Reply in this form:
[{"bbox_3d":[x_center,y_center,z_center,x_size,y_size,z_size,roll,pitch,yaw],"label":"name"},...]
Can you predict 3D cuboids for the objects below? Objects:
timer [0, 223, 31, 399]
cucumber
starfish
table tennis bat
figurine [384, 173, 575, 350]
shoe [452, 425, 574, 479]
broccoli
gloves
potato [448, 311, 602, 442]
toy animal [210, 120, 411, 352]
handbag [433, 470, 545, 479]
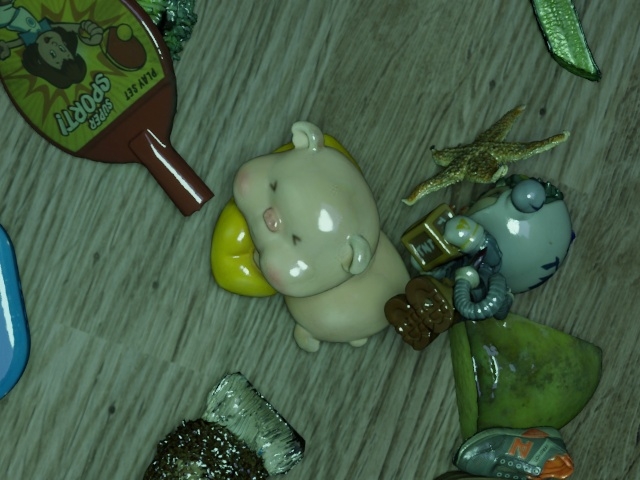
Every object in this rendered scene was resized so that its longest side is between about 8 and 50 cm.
[{"bbox_3d":[-0.592,0.105,1.275,0.340,0.115,0.309,-11,90,-11],"label":"timer"},{"bbox_3d":[0.400,-0.357,1.522,0.070,0.046,0.220,-21,89,-9],"label":"cucumber"},{"bbox_3d":[0.270,-0.136,1.412,0.295,0.231,0.048,-37,114,-29],"label":"starfish"},{"bbox_3d":[-0.307,-0.207,1.318,0.268,0.051,0.414,-33,103,28],"label":"table tennis bat"},{"bbox_3d":[0.237,0.018,1.342,0.382,0.261,0.186,-30,90,-42],"label":"figurine"},{"bbox_3d":[0.297,0.331,1.369,0.194,0.077,0.074,0,120,-22],"label":"shoe"},{"bbox_3d":[-0.331,-0.378,1.357,0.304,0.145,0.165,23,93,2],"label":"broccoli"},{"bbox_3d":[-0.159,0.358,1.329,0.312,0.135,0.210,-44,117,-30],"label":"gloves"},{"bbox_3d":[0.348,0.201,1.450,0.255,0.112,0.269,-6,90,-12],"label":"potato"},{"bbox_3d":[-0.018,0.012,1.320,0.277,0.247,0.345,-22,91,-10],"label":"toy animal"},{"bbox_3d":[0.308,0.508,1.407,0.283,0.149,0.302,-4,86,-8],"label":"handbag"}]
